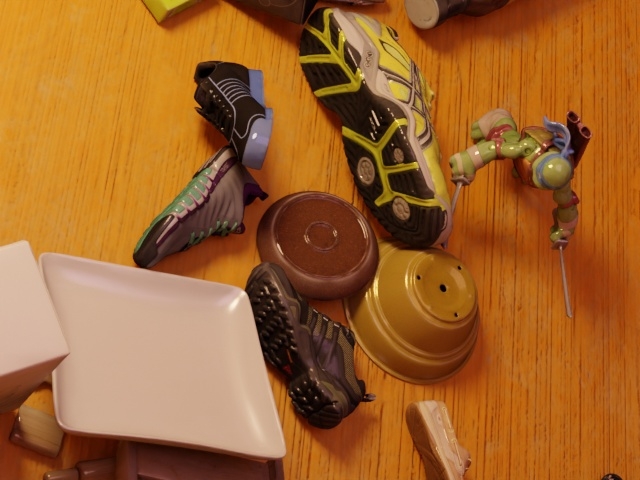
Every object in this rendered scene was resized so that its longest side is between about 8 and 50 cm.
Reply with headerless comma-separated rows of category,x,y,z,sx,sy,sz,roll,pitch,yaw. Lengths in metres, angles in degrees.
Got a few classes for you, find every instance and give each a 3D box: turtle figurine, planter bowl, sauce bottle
turtle figurine,0.268,-0.071,2.020,0.197,0.275,0.266,6,18,-2
planter bowl,0.145,0.078,1.926,0.217,0.090,0.217,12,63,-25
sauce bottle,0.268,-0.416,2.217,0.344,0.111,0.111,-30,84,-38

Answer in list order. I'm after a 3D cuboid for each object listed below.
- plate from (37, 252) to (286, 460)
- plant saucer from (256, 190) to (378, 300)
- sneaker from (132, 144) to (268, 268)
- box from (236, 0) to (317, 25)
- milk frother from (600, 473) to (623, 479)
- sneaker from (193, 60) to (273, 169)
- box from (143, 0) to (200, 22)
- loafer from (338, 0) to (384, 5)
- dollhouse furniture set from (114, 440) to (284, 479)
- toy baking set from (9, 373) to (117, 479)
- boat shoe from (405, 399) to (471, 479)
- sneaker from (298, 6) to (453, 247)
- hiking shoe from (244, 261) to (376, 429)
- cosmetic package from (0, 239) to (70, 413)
plate,-0.193,0.142,1.662,0.277,0.045,0.278,11,39,-26
plant saucer,0.000,0.000,1.891,0.168,0.029,0.168,8,59,-12
sneaker,-0.145,-0.025,1.813,0.098,0.083,0.224,45,52,-10
box,-0.028,-0.465,2.013,0.143,0.165,0.270,22,56,8
milk frother,0.419,0.366,1.920,0.143,0.134,0.129,-58,132,-33
sneaker,-0.117,-0.166,1.855,0.090,0.081,0.232,10,27,-14
box,-0.231,-0.397,1.961,0.109,0.042,0.178,-35,89,-37
loafer,0.041,-0.368,2.114,0.125,0.039,0.045,8,31,-30
dollhouse furniture set,-0.207,0.338,1.609,0.303,0.174,0.355,18,39,-23
toy baking set,-0.244,0.191,1.682,0.256,0.030,0.197,1,67,-30
boat shoe,0.168,0.285,1.857,0.059,0.063,0.170,-10,72,-27
sneaker,0.109,-0.168,1.968,0.147,0.145,0.385,-6,64,-34
hiking shoe,-0.016,0.126,1.827,0.114,0.086,0.227,-23,86,-50
cosmetic package,-0.412,0.122,1.488,0.224,0.224,0.138,-17,77,-30
